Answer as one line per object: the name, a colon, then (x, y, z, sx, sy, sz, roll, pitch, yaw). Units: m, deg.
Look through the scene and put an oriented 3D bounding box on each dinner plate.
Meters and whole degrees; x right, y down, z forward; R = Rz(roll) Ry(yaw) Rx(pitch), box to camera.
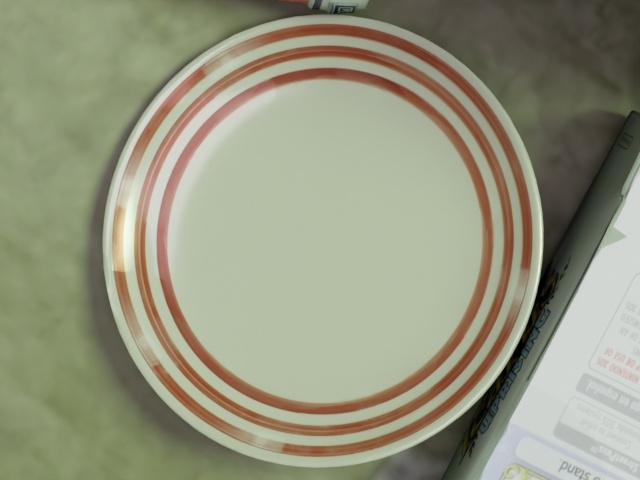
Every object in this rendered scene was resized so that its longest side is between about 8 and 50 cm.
dinner plate: (0.000, 0.000, 0.571, 0.141, 0.017, 0.141, -1, 86, 13)

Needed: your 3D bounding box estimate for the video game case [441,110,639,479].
video game case: (0.162, 0.127, 0.574, 0.269, 0.061, 0.244, 27, 96, -2)

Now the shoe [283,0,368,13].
shoe: (-0.013, -0.160, 0.540, 0.081, 0.063, 0.178, 8, 101, -5)
